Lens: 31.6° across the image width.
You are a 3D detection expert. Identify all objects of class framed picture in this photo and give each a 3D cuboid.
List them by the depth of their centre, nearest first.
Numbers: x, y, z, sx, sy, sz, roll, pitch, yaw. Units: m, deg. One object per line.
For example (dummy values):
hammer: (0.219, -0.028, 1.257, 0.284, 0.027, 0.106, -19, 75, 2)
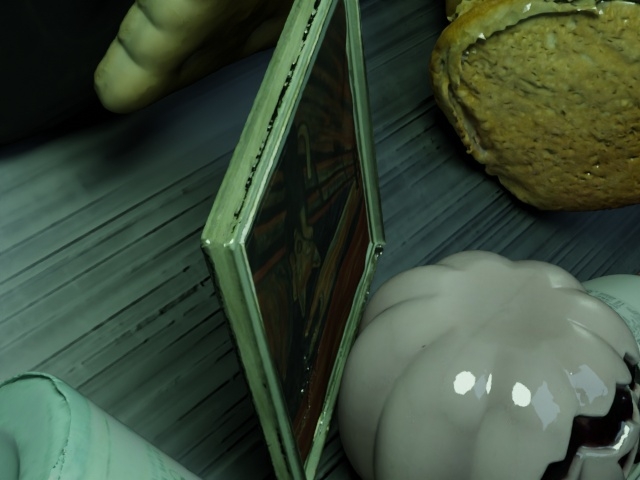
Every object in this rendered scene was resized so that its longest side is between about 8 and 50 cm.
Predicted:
framed picture: (0.000, 0.000, 0.604, 0.016, 0.273, 0.216, 8, 55, 14)

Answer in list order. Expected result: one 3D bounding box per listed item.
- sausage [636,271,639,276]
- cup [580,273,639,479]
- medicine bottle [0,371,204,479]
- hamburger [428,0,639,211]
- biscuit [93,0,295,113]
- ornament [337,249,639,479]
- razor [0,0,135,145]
sausage: (0.355, 0.085, 0.907, 0.254, 0.148, 0.148, 18, 60, -36)
cup: (0.219, 0.098, 0.767, 0.142, 0.173, 0.134, -13, 121, -44)
medicine bottle: (-0.065, 0.228, 0.424, 0.290, 0.245, 0.245, 41, 50, -20)
hamburger: (0.191, -0.165, 0.823, 0.261, 0.245, 0.211, 22, 58, -7)
biscuit: (0.006, -0.188, 0.644, 0.044, 0.217, 0.325, 39, 31, 5)
ornament: (0.097, 0.099, 0.663, 0.177, 0.177, 0.177, 17, 60, -33)
razor: (-0.119, -0.185, 0.498, 0.113, 0.349, 0.204, 46, 55, 9)
